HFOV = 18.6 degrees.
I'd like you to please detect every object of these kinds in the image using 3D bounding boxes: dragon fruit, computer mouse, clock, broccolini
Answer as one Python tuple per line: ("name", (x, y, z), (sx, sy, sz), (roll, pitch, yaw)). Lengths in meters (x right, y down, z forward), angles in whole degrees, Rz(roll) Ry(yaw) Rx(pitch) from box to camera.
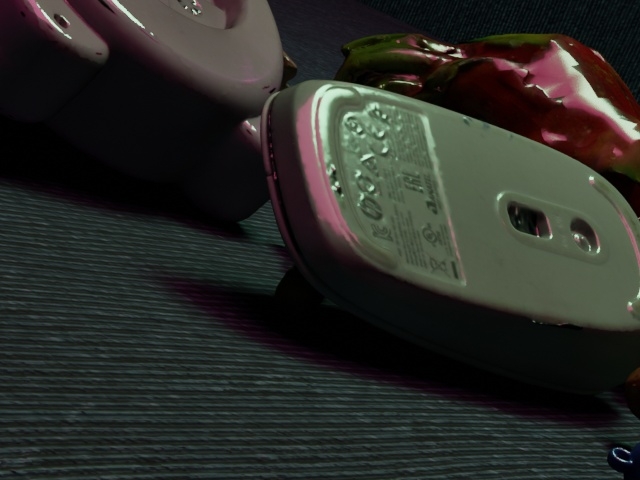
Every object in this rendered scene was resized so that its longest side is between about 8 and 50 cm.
("dragon fruit", (0.139, -0.058, 1.492), (0.269, 0.200, 0.198), (1, -9, -9))
("computer mouse", (0.076, 0.008, 1.128), (0.288, 0.097, 0.159), (13, 50, -32))
("clock", (-0.149, -0.167, 1.273), (0.295, 0.113, 0.322), (27, 29, -42))
("broccolini", (0.003, 0.000, 1.167), (0.067, 0.058, 0.216), (27, 11, 4))

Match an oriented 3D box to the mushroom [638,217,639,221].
("mushroom", (0.261, 0.047, 1.274), (0.188, 0.117, 0.141), (1, 37, 15))

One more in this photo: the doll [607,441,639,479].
("doll", (0.209, 0.126, 0.969), (0.143, 0.057, 0.099), (16, 31, -6))

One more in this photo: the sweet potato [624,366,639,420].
("sweet potato", (0.278, 0.121, 1.042), (0.252, 0.097, 0.097), (22, 9, 19))

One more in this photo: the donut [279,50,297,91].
("donut", (-0.146, -0.163, 1.615), (0.199, 0.085, 0.233), (29, 13, 31))
